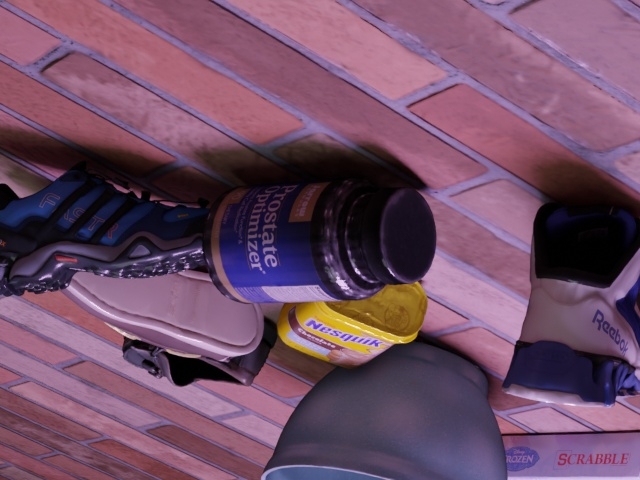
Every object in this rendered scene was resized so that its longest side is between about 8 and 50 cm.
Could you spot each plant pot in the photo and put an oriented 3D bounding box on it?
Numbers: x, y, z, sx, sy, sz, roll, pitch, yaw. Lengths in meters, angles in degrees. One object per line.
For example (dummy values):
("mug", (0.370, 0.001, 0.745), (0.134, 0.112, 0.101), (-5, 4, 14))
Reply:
("plant pot", (0.095, 0.237, 2.125), (0.293, 0.196, 0.293), (14, 156, 6))

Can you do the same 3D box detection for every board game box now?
("board game box", (0.378, 0.346, 2.339), (0.319, 0.066, 0.318), (-8, 146, 44))

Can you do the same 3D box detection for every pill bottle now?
("pill bottle", (0.000, 0.000, 1.761), (0.219, 0.123, 0.123), (-4, 149, 39))

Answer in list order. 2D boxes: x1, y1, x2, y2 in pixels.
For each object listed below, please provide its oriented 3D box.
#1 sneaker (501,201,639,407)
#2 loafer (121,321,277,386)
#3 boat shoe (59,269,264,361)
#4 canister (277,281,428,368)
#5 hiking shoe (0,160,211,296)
("sneaker", (0.268, 0.055, 1.707), (0.127, 0.182, 0.315), (11, -175, 18))
("loafer", (-0.168, 0.146, 2.242), (0.267, 0.084, 0.096), (-10, 145, 46))
("boat shoe", (-0.216, 0.055, 2.043), (0.324, 0.116, 0.097), (26, 152, -34))
("canister", (0.032, 0.083, 1.986), (0.126, 0.073, 0.170), (22, 158, -11))
("hiking shoe", (-0.223, -0.025, 1.868), (0.304, 0.132, 0.113), (-8, 173, 0))
